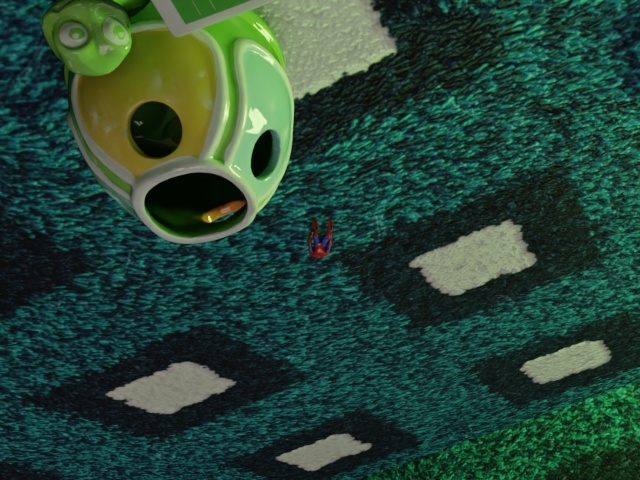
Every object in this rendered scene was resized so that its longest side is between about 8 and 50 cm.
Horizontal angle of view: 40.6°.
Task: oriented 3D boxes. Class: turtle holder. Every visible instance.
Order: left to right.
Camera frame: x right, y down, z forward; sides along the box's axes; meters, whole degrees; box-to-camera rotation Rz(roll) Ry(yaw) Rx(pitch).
[{"bbox_3d":[-0.142,-0.144,0.890,0.243,0.227,0.320,-5,148,-12],"label":"turtle holder"}]

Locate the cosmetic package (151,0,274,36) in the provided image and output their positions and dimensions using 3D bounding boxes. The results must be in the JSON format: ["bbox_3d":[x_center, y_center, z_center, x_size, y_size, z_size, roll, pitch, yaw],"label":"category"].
[{"bbox_3d":[0.002,-0.338,0.703,0.365,0.155,0.197,-18,146,10],"label":"cosmetic package"}]

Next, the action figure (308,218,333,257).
[{"bbox_3d":[0.000,0.000,1.362,0.038,0.030,0.115,-2,152,-6],"label":"action figure"}]
